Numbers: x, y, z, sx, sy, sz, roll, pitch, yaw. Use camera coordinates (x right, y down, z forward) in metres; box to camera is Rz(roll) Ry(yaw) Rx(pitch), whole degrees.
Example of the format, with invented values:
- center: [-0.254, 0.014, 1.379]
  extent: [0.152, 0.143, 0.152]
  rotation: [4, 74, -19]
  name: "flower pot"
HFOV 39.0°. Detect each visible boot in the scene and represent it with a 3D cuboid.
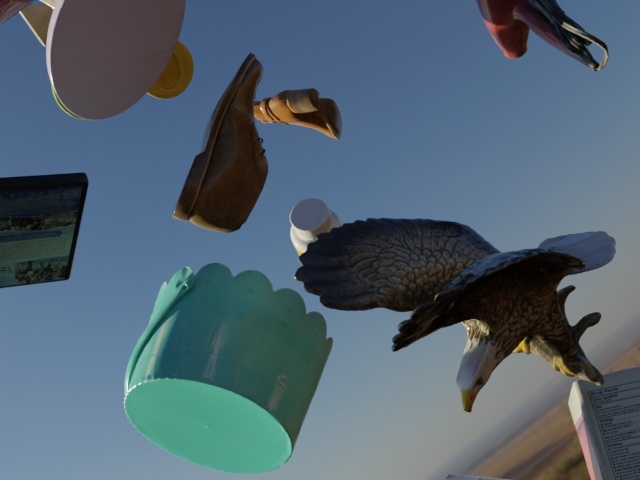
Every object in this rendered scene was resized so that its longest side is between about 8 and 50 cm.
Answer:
- center: [-0.130, -0.151, 1.418]
  extent: [0.112, 0.115, 0.305]
  rotation: [133, 156, -67]
  name: "boot"
- center: [-0.049, -0.273, 1.979]
  extent: [0.152, 0.073, 0.197]
  rotation: [-7, -25, 26]
  name: "boot"

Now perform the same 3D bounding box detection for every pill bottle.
- center: [0.000, 0.000, 1.108]
  extent: [0.065, 0.065, 0.116]
  rotation: [-36, -35, -7]
  name: "pill bottle"

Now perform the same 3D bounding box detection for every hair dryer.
- center: [0.282, -0.307, 1.246]
  extent: [0.080, 0.223, 0.293]
  rotation: [-26, 1, 2]
  name: "hair dryer"

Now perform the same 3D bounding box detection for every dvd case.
- center: [-0.411, -0.005, 1.194]
  extent: [0.180, 0.022, 0.253]
  rotation: [-7, -29, -26]
  name: "dvd case"

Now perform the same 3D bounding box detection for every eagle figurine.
- center: [0.159, 0.058, 0.909]
  extent: [0.298, 0.225, 0.226]
  rotation: [32, -52, -31]
  name: "eagle figurine"

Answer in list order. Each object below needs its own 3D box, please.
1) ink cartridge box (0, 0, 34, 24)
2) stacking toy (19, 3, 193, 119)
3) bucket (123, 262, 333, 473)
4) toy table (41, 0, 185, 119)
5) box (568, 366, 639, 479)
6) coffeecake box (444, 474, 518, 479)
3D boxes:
- center: [-0.234, -0.326, 0.848]
  extent: [0.311, 0.065, 0.186]
  rotation: [-37, -1, 3]
  name: "ink cartridge box"
- center: [-0.428, -0.395, 1.758]
  extent: [0.279, 0.130, 0.309]
  rotation: [-30, -61, -19]
  name: "stacking toy"
- center: [-0.133, 0.188, 1.271]
  extent: [0.281, 0.281, 0.183]
  rotation: [-56, 12, 49]
  name: "bucket"
- center: [-0.310, -0.329, 1.306]
  extent: [0.252, 0.161, 0.274]
  rotation: [23, -69, -41]
  name: "toy table"
- center: [0.446, 0.301, 1.237]
  extent: [0.149, 0.232, 0.127]
  rotation: [-13, -26, 5]
  name: "box"
- center: [0.227, 0.365, 1.193]
  extent: [0.142, 0.068, 0.185]
  rotation: [1, -3, 14]
  name: "coffeecake box"
